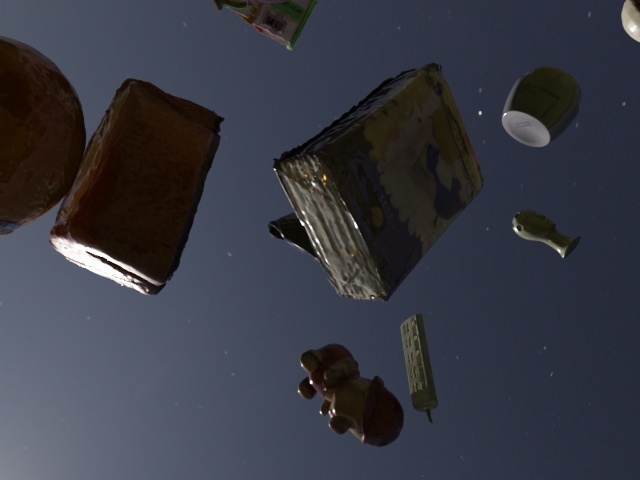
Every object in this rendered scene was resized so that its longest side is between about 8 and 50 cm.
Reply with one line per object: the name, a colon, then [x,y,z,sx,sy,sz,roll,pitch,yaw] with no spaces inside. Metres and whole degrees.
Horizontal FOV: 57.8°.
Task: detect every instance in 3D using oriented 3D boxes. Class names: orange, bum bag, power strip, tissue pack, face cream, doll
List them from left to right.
orange: [-0.293,-0.090,0.506,0.177,0.155,0.178,-3,-95,34]
bum bag: [0.000,0.000,1.218,0.123,0.060,0.248,-25,-135,-29]
doll: [0.065,0.343,1.266,0.255,0.196,0.152,37,-95,25]
tissue pack: [0.110,-0.102,0.904,0.125,0.243,0.343,-7,-152,46]
power strip: [0.216,0.272,1.264,0.060,0.027,0.253,-47,-144,44]
face cream: [0.375,-0.227,0.987,0.117,0.117,0.104,31,-102,27]

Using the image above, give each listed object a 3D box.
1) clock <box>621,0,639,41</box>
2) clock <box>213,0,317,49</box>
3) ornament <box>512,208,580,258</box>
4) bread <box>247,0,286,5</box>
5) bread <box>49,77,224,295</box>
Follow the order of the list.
clock: [0.860,-0.625,1.302,0.342,0.326,0.184,-45,-97,7]
clock: [-0.150,-0.608,1.302,0.309,0.235,0.166,23,-132,-14]
ornament: [0.549,-0.024,1.424,0.074,0.081,0.156,-34,-125,-31]
bread: [-0.083,-0.393,0.776,0.231,0.247,0.135,11,-80,8]
bread: [-0.203,-0.068,0.646,0.190,0.123,0.245,-20,-131,53]
